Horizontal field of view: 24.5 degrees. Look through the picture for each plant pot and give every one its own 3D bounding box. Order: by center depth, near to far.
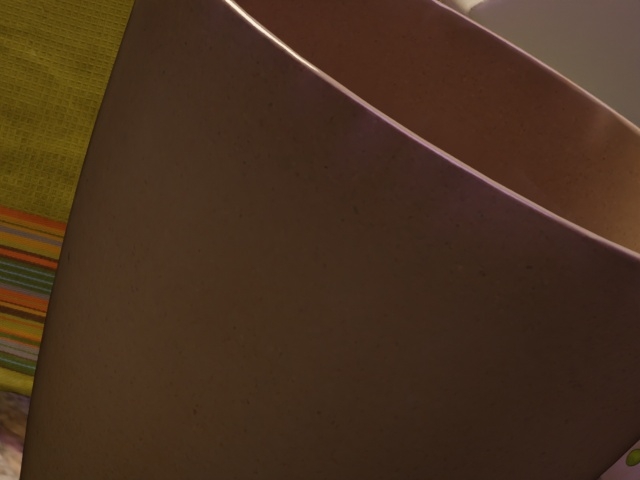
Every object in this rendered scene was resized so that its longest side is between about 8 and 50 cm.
[{"bbox_3d":[-0.006,0.055,0.576,0.256,0.274,0.256,27,18,-10],"label":"plant pot"}]

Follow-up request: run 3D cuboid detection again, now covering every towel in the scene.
[{"bbox_3d":[-0.134,-0.043,0.724,0.102,0.237,0.021,13,-11,-6],"label":"towel"}]

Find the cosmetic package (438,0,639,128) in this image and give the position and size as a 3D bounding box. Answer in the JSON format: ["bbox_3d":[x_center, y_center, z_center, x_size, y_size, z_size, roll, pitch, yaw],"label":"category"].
[{"bbox_3d":[0.275,-0.123,0.991,0.393,0.329,0.327,-100,164,-69],"label":"cosmetic package"}]

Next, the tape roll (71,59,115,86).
[{"bbox_3d":[-0.091,-0.030,0.828,0.189,0.189,0.080,23,19,-26],"label":"tape roll"}]

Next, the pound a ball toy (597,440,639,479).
[{"bbox_3d":[0.085,0.056,0.865,0.208,0.136,0.319,54,-10,51],"label":"pound a ball toy"}]
